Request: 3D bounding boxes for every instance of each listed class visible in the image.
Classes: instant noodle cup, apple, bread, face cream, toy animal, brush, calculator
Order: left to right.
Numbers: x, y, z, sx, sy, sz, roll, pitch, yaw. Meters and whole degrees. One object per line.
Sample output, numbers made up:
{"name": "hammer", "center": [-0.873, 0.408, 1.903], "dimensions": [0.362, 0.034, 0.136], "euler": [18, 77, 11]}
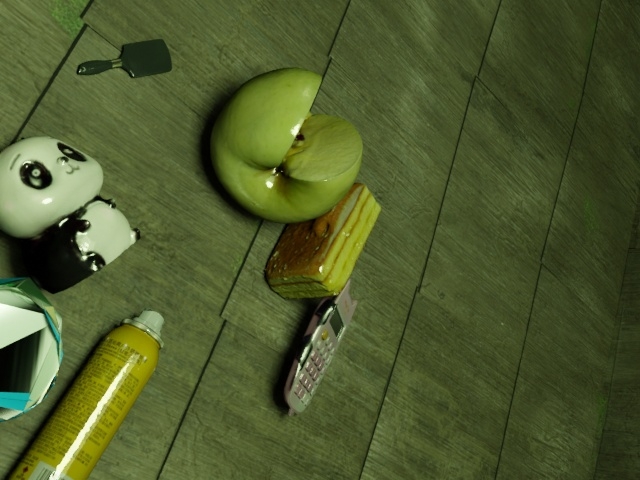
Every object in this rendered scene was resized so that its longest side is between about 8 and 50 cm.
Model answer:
{"name": "instant noodle cup", "center": [-0.488, 0.160, 1.085], "dimensions": [0.240, 0.178, 0.240], "euler": [6, 81, -44]}
{"name": "toy animal", "center": [-0.414, -0.048, 1.185], "dimensions": [0.235, 0.165, 0.187], "euler": [66, 27, -17]}
{"name": "face cream", "center": [-0.362, 0.262, 1.243], "dimensions": [0.105, 0.105, 0.348], "euler": [47, 56, -30]}
{"name": "brush", "center": [-0.353, -0.323, 1.376], "dimensions": [0.193, 0.016, 0.062], "euler": [-23, 101, -43]}
{"name": "apple", "center": [-0.062, -0.184, 1.456], "dimensions": [0.292, 0.292, 0.254], "euler": [50, 30, -28]}
{"name": "calculator", "center": [-0.006, 0.224, 1.568], "dimensions": [0.294, 0.043, 0.194], "euler": [-63, 162, -18]}
{"name": "bread", "center": [0.000, 0.000, 1.558], "dimensions": [0.110, 0.184, 0.234], "euler": [43, 58, -31]}
